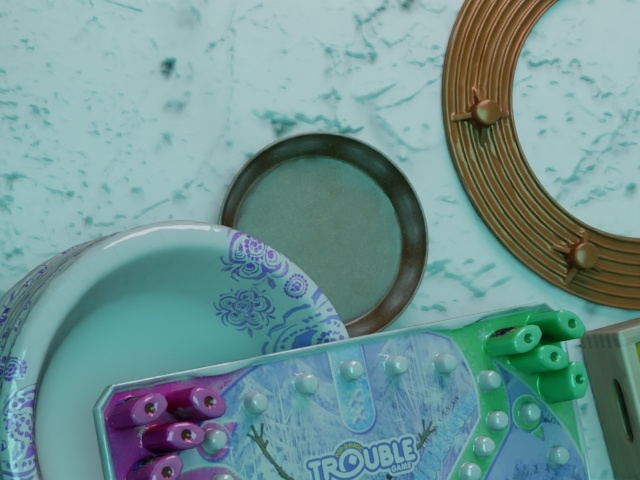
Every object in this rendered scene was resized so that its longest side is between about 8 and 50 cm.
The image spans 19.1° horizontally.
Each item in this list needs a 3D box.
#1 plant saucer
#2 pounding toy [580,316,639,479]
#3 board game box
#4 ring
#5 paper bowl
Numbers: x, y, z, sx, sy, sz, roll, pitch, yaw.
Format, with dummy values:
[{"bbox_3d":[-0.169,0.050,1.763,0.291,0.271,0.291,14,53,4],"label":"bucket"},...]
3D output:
[{"bbox_3d":[0.000,0.000,1.471,0.168,0.029,0.168,2,83,-15],"label":"plant saucer"},{"bbox_3d":[0.336,0.135,1.505,0.206,0.094,0.181,-14,89,-14],"label":"pounding toy"},{"bbox_3d":[0.059,0.259,1.313,0.390,0.050,0.390,-9,88,-31],"label":"board game box"},{"bbox_3d":[0.262,-0.111,1.556,0.337,0.032,0.336,2,83,-16],"label":"ring"},{"bbox_3d":[-0.118,0.135,1.339,0.284,0.148,0.284,5,80,-32],"label":"paper bowl"}]
